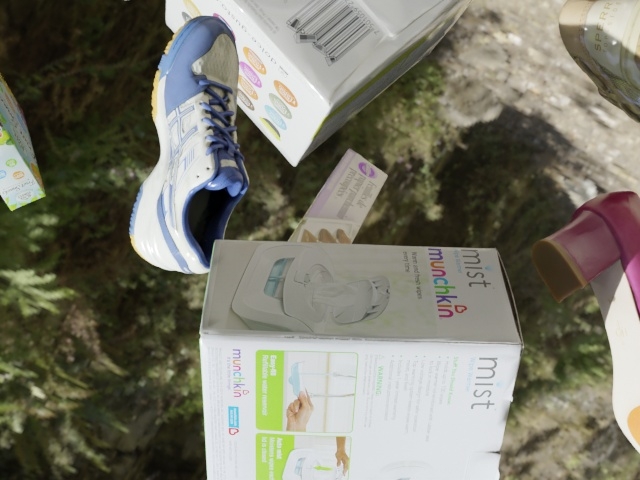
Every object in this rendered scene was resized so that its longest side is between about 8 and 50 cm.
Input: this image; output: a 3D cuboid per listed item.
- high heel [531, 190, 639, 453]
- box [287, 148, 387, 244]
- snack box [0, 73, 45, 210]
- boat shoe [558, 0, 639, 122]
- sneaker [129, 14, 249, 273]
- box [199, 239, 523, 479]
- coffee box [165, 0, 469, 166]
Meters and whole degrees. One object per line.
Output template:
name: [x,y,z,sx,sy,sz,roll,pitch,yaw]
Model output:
high heel: [0.268,0.077,0.723,0.244,0.117,0.082,57,151,11]
box: [0.000,0.000,1.054,0.063,0.067,0.324,34,-144,-2]
snack box: [-0.289,-0.108,0.815,0.100,0.037,0.141,71,172,-46]
boat shoe: [0.344,-0.179,0.938,0.110,0.122,0.341,21,-178,35]
sneaker: [-0.124,-0.106,1.057,0.131,0.297,0.111,16,-171,42]
box: [0.025,0.141,0.750,0.231,0.262,0.127,1,-145,-1]
coffee box: [-0.006,-0.377,1.443,0.338,0.338,0.334,48,166,0]
